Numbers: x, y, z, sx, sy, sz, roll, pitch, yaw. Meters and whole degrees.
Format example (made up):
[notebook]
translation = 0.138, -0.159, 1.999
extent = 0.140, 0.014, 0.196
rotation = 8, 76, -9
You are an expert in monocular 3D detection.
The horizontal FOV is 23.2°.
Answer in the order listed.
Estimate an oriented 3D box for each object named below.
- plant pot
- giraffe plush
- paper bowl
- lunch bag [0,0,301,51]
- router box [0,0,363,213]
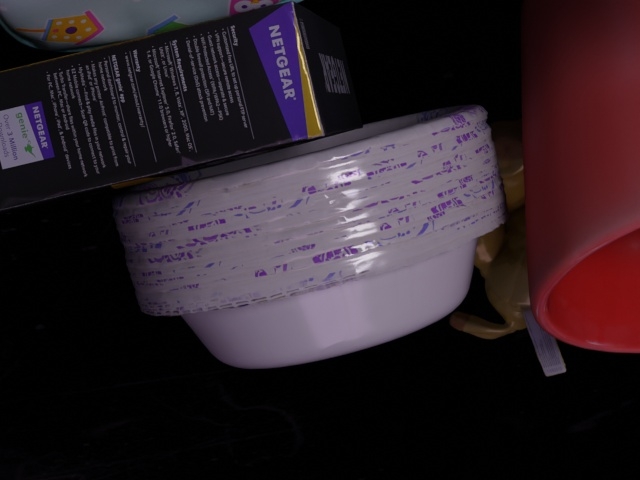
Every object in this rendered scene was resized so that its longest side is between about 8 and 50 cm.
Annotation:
[plant pot]
translation = 0.260, -0.082, 1.102
extent = 0.275, 0.243, 0.275
rotation = -8, 155, -4
[giraffe plush]
translation = 0.202, -0.009, 1.335
extent = 0.181, 0.210, 0.170
rotation = 0, -167, 24
[paper bowl]
translation = 0.000, 0.000, 1.153
extent = 0.284, 0.148, 0.284
rotation = -15, -174, 2
[lunch bag]
translation = -0.104, -0.220, 0.850
extent = 0.224, 0.108, 0.279
rotation = -15, 154, 5
[router box]
translation = -0.107, -0.080, 1.008
extent = 0.243, 0.081, 0.309
rotation = -13, -176, 6
